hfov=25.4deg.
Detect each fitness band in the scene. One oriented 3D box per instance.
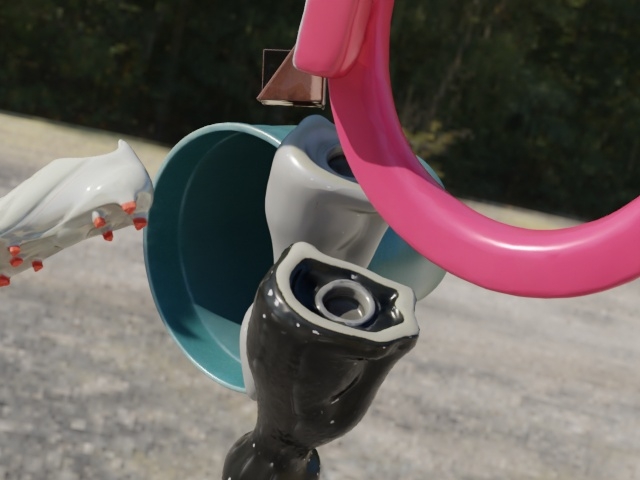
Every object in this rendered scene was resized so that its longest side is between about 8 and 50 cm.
[{"bbox_3d":[0.105,-0.117,0.605,0.209,0.290,0.054,21,18,16],"label":"fitness band"}]

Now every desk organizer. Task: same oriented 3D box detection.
[{"bbox_3d":[-0.020,-0.126,1.085,0.050,0.047,0.130,2,4,0],"label":"desk organizer"}]

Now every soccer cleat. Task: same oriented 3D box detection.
[{"bbox_3d":[-0.230,-0.020,1.137,0.196,0.076,0.068,-20,-30,-4],"label":"soccer cleat"}]

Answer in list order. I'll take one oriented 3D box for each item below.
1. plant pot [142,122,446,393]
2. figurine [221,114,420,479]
[{"bbox_3d":[0.000,0.000,1.486,0.272,0.271,0.255,18,21,38],"label":"plant pot"},{"bbox_3d":[-0.015,0.060,0.906,0.092,0.209,0.215,15,39,-9],"label":"figurine"}]
